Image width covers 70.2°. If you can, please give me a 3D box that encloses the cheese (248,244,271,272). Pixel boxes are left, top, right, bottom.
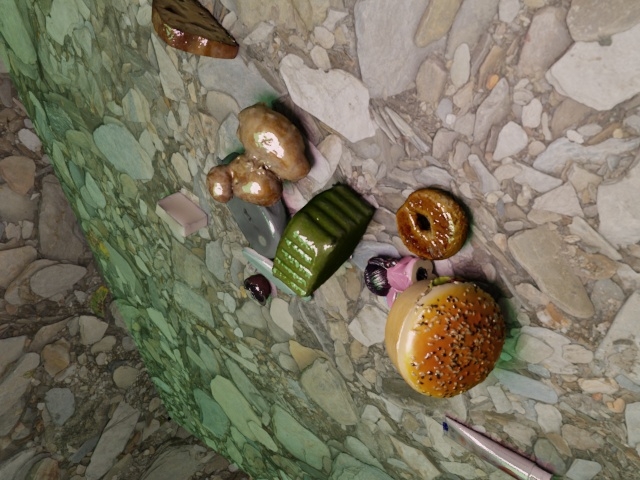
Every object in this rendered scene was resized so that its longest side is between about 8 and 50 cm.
[{"bbox_3d":[-0.231,0.068,1.661,0.097,0.037,0.192,38,142,2],"label":"cheese"}]

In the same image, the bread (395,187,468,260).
[{"bbox_3d":[0.266,-0.037,1.094,0.193,0.063,0.194,26,130,36],"label":"bread"}]

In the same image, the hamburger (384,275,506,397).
[{"bbox_3d":[0.296,0.221,1.070,0.176,0.300,0.301,13,128,63],"label":"hamburger"}]

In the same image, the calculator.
[{"bbox_3d":[-0.149,0.120,1.554,0.295,0.042,0.184,39,164,-8],"label":"calculator"}]

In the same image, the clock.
[{"bbox_3d":[0.217,0.130,1.231,0.195,0.100,0.194,1,118,52],"label":"clock"}]

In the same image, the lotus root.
[{"bbox_3d":[-0.367,-0.588,1.244,0.261,0.170,0.074,50,137,12],"label":"lotus root"}]

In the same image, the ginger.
[{"bbox_3d":[-0.171,-0.207,1.261,0.244,0.155,0.304,34,104,-15],"label":"ginger"}]

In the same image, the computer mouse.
[{"bbox_3d":[-0.209,-0.121,1.448,0.371,0.121,0.188,57,141,3],"label":"computer mouse"}]

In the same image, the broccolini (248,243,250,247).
[{"bbox_3d":[-0.244,-0.009,1.633,0.218,0.042,0.044,95,152,-44],"label":"broccolini"}]

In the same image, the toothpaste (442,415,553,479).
[{"bbox_3d":[0.502,0.621,1.333,0.323,0.066,0.100,18,134,41],"label":"toothpaste"}]

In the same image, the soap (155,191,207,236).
[{"bbox_3d":[-0.547,-0.105,1.786,0.183,0.121,0.064,38,137,19],"label":"soap"}]

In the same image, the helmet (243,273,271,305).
[{"bbox_3d":[-0.229,0.179,1.718,0.123,0.070,0.098,48,147,-4],"label":"helmet"}]

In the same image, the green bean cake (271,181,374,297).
[{"bbox_3d":[0.000,0.000,1.228,0.156,0.249,0.247,40,139,15],"label":"green bean cake"}]
